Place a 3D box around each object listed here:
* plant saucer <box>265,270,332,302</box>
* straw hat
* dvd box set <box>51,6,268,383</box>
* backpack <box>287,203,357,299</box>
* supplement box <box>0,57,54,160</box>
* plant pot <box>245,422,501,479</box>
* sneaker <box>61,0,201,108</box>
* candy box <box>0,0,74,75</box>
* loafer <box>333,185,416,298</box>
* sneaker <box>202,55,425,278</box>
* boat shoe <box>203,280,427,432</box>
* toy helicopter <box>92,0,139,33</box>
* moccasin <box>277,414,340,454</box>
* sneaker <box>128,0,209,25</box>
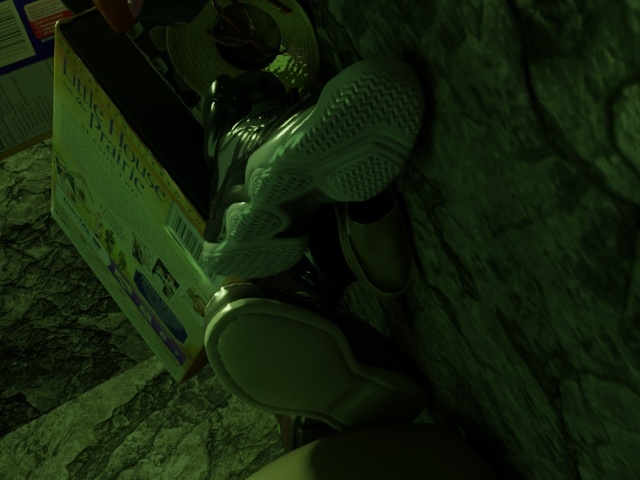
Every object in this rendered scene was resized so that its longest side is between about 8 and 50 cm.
[{"bbox_3d":[-0.083,0.040,1.211,0.333,0.081,0.333,60,166,12],"label":"plant saucer"},{"bbox_3d":[-0.060,-0.185,0.690,0.144,0.144,0.061,76,-161,-47],"label":"straw hat"},{"bbox_3d":[-0.200,-0.018,0.911,0.308,0.062,0.420,51,151,8],"label":"dvd box set"},{"bbox_3d":[0.000,0.000,0.791,0.105,0.084,0.114,61,161,-6],"label":"backpack"},{"bbox_3d":[-0.510,-0.334,1.487,0.195,0.356,0.194,47,160,48],"label":"supplement box"},{"bbox_3d":[0.086,0.294,0.786,0.284,0.191,0.284,48,162,21],"label":"plant pot"},{"bbox_3d":[-0.255,-0.317,1.032,0.146,0.122,0.330,-77,-36,-71],"label":"sneaker"},{"bbox_3d":[-0.406,-0.387,1.173,0.317,0.268,0.122,47,157,49],"label":"candy box"},{"bbox_3d":[0.042,-0.014,0.667,0.148,0.056,0.050,66,173,-16],"label":"loafer"},{"bbox_3d":[-0.027,-0.087,0.612,0.268,0.101,0.153,-44,49,48],"label":"sneaker"},{"bbox_3d":[-0.007,0.111,0.798,0.324,0.116,0.097,33,-159,-45],"label":"boat shoe"},{"bbox_3d":[-0.180,-0.299,0.808,0.235,0.140,0.355,54,179,7],"label":"toy helicopter"},{"bbox_3d":[0.016,0.228,1.081,0.147,0.139,0.380,62,-175,23],"label":"moccasin"},{"bbox_3d":[-0.097,-0.249,0.606,0.077,0.072,0.178,-116,46,-76],"label":"sneaker"}]
